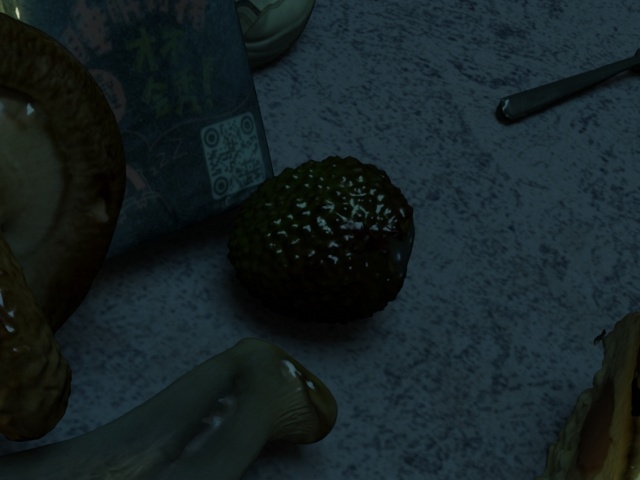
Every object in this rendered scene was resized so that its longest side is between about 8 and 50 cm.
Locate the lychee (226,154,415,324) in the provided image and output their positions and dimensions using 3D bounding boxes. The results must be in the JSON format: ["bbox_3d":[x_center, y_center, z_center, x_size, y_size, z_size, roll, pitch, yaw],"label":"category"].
[{"bbox_3d":[0.000,0.000,1.131,0.171,0.171,0.171,12,46,-12],"label":"lychee"}]

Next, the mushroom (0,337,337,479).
[{"bbox_3d":[-0.129,0.164,0.941,0.329,0.122,0.159,-30,74,-41],"label":"mushroom"}]

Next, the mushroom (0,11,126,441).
[{"bbox_3d":[-0.316,-0.019,0.911,0.345,0.239,0.345,16,67,-43],"label":"mushroom"}]

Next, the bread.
[{"bbox_3d":[0.252,0.165,1.058,0.224,0.183,0.211,-4,49,-29],"label":"bread"}]

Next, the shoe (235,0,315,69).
[{"bbox_3d":[-0.119,-0.278,1.294,0.342,0.210,0.132,-23,61,-38],"label":"shoe"}]

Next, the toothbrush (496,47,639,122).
[{"bbox_3d":[0.318,-0.191,1.531,0.297,0.030,0.030,-22,69,-35],"label":"toothbrush"}]

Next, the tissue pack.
[{"bbox_3d":[-0.171,-0.157,1.109,0.228,0.315,0.103,-24,18,-37],"label":"tissue pack"}]
